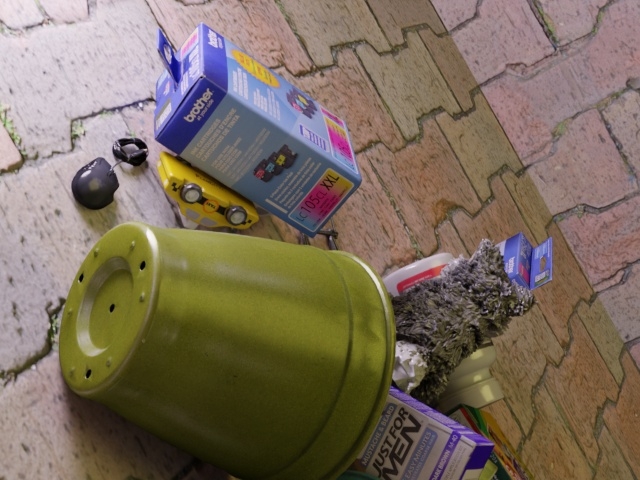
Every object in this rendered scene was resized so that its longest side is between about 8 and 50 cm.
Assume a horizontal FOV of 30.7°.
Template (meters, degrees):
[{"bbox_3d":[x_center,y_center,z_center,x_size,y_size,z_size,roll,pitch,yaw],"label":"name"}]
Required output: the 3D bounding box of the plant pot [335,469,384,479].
[{"bbox_3d":[-0.003,0.487,1.583,0.255,0.271,0.272,-23,85,-52],"label":"plant pot"}]

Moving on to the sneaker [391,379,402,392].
[{"bbox_3d":[0.032,0.229,2.088,0.319,0.112,0.131,55,51,-19],"label":"sneaker"}]

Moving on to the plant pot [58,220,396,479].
[{"bbox_3d":[-0.150,0.138,1.595,0.353,0.366,0.366,22,45,-36],"label":"plant pot"}]

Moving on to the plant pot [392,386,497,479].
[{"bbox_3d":[0.087,0.352,1.903,0.293,0.275,0.275,47,25,9],"label":"plant pot"}]

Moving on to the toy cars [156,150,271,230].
[{"bbox_3d":[-0.162,-0.077,2.023,0.176,0.087,0.393,45,20,11],"label":"toy cars"}]

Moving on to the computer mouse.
[{"bbox_3d":[-0.319,-0.114,1.828,0.071,0.041,0.242,54,26,-13],"label":"computer mouse"}]

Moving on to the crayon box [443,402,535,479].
[{"bbox_3d":[0.361,0.494,2.229,0.363,0.106,0.313,57,10,19],"label":"crayon box"}]

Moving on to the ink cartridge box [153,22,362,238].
[{"bbox_3d":[-0.137,-0.208,2.006,0.395,0.151,0.270,31,21,-21],"label":"ink cartridge box"}]

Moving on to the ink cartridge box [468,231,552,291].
[{"bbox_3d":[0.360,0.089,2.546,0.065,0.311,0.186,54,26,-18],"label":"ink cartridge box"}]

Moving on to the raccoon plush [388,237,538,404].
[{"bbox_3d":[0.260,0.158,2.109,0.216,0.299,0.446,57,3,-13],"label":"raccoon plush"}]

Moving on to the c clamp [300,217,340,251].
[{"bbox_3d":[0.000,0.000,2.320,0.160,0.022,0.137,-3,72,-63],"label":"c clamp"}]

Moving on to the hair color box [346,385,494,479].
[{"bbox_3d":[0.065,0.304,1.742,0.339,0.185,0.110,26,3,27],"label":"hair color box"}]

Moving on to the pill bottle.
[{"bbox_3d":[0.255,0.201,2.400,0.176,0.176,0.319,0,65,-61],"label":"pill bottle"}]
